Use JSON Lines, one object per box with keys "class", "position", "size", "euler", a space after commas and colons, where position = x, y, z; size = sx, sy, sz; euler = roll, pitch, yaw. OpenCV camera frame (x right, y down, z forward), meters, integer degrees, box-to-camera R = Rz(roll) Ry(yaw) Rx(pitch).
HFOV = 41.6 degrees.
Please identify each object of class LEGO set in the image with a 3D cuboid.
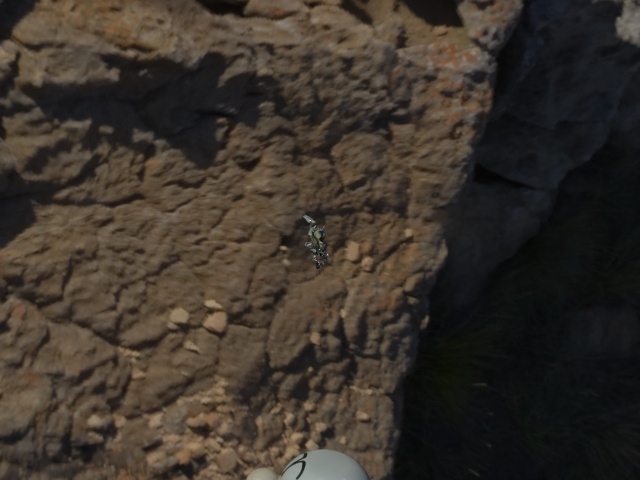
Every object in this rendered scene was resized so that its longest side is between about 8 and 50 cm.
{"class": "LEGO set", "position": [0.001, 0.002, 0.845], "size": [0.023, 0.083, 0.054], "euler": [-17, 111, -9]}

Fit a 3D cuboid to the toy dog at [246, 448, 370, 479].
{"class": "toy dog", "position": [-0.085, 0.306, 0.649], "size": [0.161, 0.220, 0.334], "euler": [18, 82, -4]}
